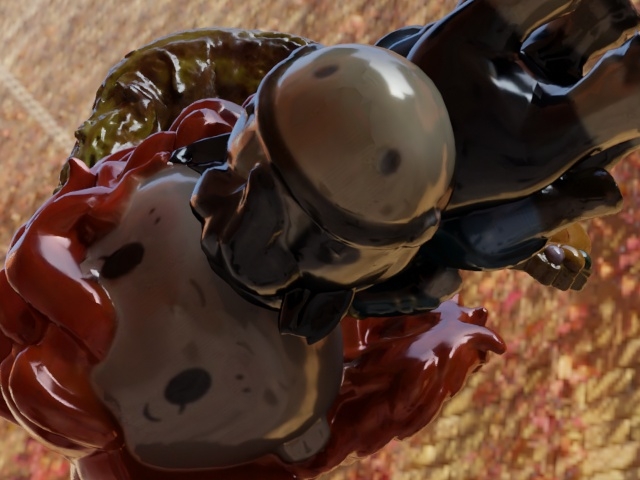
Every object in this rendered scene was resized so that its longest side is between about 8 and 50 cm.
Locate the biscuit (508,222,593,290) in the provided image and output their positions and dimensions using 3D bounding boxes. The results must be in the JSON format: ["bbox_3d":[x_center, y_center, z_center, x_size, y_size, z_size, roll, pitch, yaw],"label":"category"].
[{"bbox_3d":[0.178,-0.019,1.197,0.170,0.170,0.050,21,-68,-14],"label":"biscuit"}]

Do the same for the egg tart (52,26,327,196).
[{"bbox_3d":[-0.080,-0.049,1.308,0.340,0.351,0.153,6,-28,2],"label":"egg tart"}]

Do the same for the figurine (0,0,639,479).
[{"bbox_3d":[0.003,-0.002,0.690,0.241,0.306,0.412,52,-42,-2],"label":"figurine"}]
